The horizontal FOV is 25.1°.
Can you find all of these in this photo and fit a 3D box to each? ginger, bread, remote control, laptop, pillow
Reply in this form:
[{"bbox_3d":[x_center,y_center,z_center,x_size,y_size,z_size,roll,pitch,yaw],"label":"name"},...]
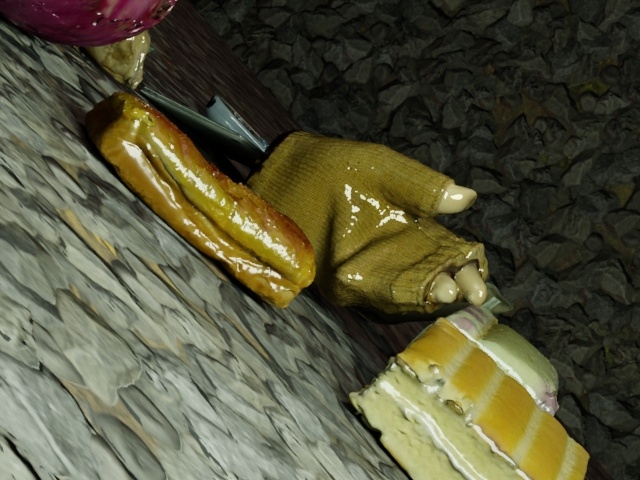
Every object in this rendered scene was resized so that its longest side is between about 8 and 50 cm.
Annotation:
[{"bbox_3d":[-0.290,-0.316,1.772,0.270,0.123,0.219,48,4,6],"label":"ginger"},{"bbox_3d":[0.154,0.203,1.492,0.239,0.111,0.246,44,15,5],"label":"bread"},{"bbox_3d":[-0.097,-0.136,2.316,0.244,0.047,0.087,46,9,-13],"label":"remote control"},{"bbox_3d":[0.196,0.181,1.777,0.187,0.155,0.338,40,7,8],"label":"bread"},{"bbox_3d":[-0.119,-0.131,1.999,0.188,0.015,0.269,27,-4,29],"label":"laptop"},{"bbox_3d":[-0.117,-0.045,1.442,0.271,0.077,0.139,41,5,-24],"label":"bread"},{"bbox_3d":[0.150,0.088,1.977,0.130,0.218,0.033,38,50,-55],"label":"pillow"}]

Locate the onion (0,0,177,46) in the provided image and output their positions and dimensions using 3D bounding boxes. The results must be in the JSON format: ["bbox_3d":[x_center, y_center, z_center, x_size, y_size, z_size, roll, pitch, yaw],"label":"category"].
[{"bbox_3d":[-0.270,-0.387,1.534,0.345,0.358,0.358,9,-24,44],"label":"onion"}]

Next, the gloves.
[{"bbox_3d":[0.061,-0.014,1.765,0.356,0.203,0.155,32,-5,32],"label":"gloves"}]

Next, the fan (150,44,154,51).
[{"bbox_3d":[-0.308,-0.331,2.264,0.038,0.016,0.193,46,4,15],"label":"fan"}]
